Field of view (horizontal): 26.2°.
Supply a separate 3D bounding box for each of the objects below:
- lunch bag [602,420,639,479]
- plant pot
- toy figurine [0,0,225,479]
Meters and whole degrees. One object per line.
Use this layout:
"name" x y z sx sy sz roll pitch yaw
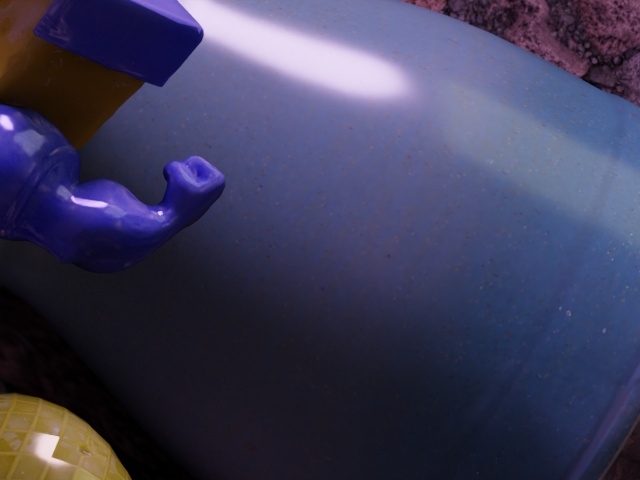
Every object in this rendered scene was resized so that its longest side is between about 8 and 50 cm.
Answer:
"lunch bag" 0.183 0.116 1.071 0.287 0.169 0.235 33 14 -27
"plant pot" 0.000 0.000 0.639 0.255 0.272 0.272 32 12 -5
"toy figurine" -0.125 -0.050 0.447 0.362 0.217 0.191 50 13 34
